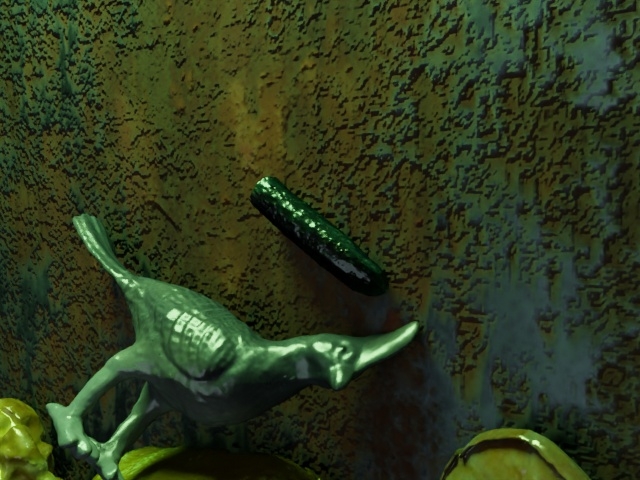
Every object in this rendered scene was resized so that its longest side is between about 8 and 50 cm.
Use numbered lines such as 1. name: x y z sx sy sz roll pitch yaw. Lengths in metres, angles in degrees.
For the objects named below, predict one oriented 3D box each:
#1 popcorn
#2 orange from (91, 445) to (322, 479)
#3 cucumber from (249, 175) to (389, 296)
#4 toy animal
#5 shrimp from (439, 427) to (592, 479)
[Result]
1. popcorn: -0.341 0.252 0.842 0.180 0.170 0.180 -1 88 56
2. orange: -0.111 0.300 0.664 0.334 0.196 0.263 -6 78 45
3. cucumber: 0.000 0.000 0.618 0.133 0.032 0.032 41 118 26
4. toy animal: -0.123 0.096 0.649 0.367 0.206 0.081 16 148 35
5. shrimp: 0.126 0.265 0.514 0.178 0.075 0.289 23 100 51
